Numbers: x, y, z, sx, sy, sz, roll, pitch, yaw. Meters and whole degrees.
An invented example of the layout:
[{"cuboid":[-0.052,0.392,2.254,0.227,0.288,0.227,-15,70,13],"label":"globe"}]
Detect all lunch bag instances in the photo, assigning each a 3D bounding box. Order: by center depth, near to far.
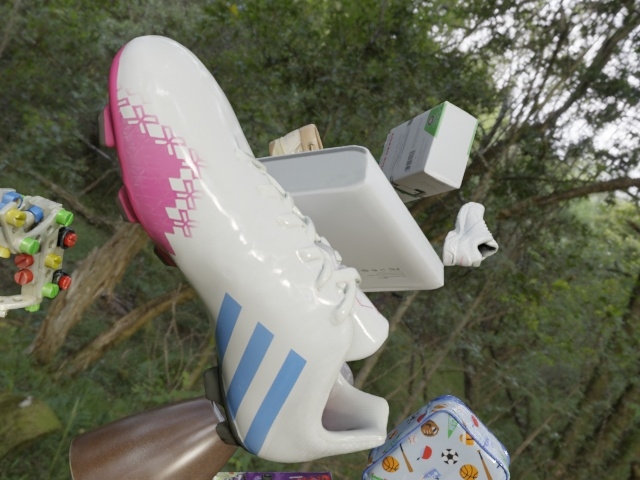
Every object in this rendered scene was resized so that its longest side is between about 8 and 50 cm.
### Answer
[{"cuboid":[0.256,0.517,1.261,0.243,0.303,0.115,46,18,5],"label":"lunch bag"}]

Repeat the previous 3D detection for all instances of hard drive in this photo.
[{"cuboid":[0.000,0.000,0.594,0.203,0.040,0.307,-4,-21,22],"label":"hard drive"}]

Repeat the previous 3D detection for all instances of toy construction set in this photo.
[{"cuboid":[-0.594,0.044,1.112,0.151,0.328,0.215,32,20,0],"label":"toy construction set"}]

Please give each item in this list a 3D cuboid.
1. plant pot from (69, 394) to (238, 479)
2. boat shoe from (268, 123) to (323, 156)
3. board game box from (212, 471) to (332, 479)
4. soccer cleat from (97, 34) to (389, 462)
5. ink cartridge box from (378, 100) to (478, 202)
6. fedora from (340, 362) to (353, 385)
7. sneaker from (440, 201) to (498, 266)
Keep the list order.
[{"cuboid":[-0.269,0.373,0.979,0.215,0.230,0.215,57,-10,16],"label":"plant pot"},{"cuboid":[0.016,-0.060,1.119,0.341,0.110,0.121,64,11,-12],"label":"boat shoe"},{"cuboid":[-0.166,0.588,1.270,0.347,0.208,0.056,9,45,-21],"label":"board game box"},{"cuboid":[-0.030,0.018,0.396,0.116,0.143,0.331,-64,144,-58],"label":"soccer cleat"},{"cuboid":[0.218,-0.181,1.214,0.092,0.160,0.219,23,-12,-19],"label":"ink cartridge box"},{"cuboid":[-0.040,0.298,1.226,0.275,0.124,0.244,13,-44,22],"label":"fedora"},{"cuboid":[0.365,-0.005,1.333,0.115,0.232,0.090,17,-46,20],"label":"sneaker"}]
